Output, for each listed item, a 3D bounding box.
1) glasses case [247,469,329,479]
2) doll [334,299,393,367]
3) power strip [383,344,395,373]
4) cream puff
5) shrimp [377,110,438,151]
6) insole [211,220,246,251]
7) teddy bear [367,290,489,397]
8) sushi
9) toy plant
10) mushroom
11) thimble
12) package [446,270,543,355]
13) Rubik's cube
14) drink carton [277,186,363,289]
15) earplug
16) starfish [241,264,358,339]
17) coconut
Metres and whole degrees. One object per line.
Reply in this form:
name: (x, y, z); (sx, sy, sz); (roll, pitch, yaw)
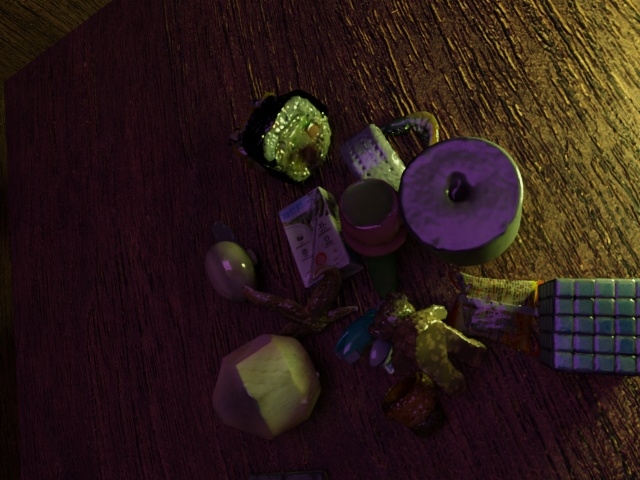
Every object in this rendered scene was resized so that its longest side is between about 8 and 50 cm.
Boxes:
glasses case: (-0.111, 0.843, 1.640); (0.299, 0.060, 0.114); (-15, 72, 23)
doll: (0.171, 0.308, 1.563); (0.258, 0.195, 0.153); (-36, 107, 6)
power strip: (0.267, 0.351, 1.580); (0.192, 0.035, 0.081); (-45, 63, 12)
cream puff: (0.296, 0.515, 1.474); (0.183, 0.183, 0.169); (-40, 90, 13)
shrimp: (0.289, -0.349, 1.722); (0.261, 0.051, 0.198); (-9, 75, 21)
insole: (-0.368, 0.008, 1.988); (0.081, 0.011, 0.248); (-48, 63, 12)
teddy bear: (0.303, 0.301, 1.437); (0.296, 0.222, 0.246); (36, 86, -10)
sushi: (-0.158, -0.397, 1.808); (0.285, 0.327, 0.329); (28, 93, 39)
toy plant: (0.169, -0.016, 1.508); (0.210, 0.356, 0.317); (-2, 65, 7)
mushroom: (-0.325, 0.108, 1.844); (0.246, 0.246, 0.202); (34, 53, 28)
thimble: (0.186, -0.263, 1.652); (0.157, 0.217, 0.246); (-36, 92, 12)
package: (0.514, 0.211, 1.450); (0.287, 0.108, 0.224); (5, 82, 25)
Rubik's cube: (0.707, 0.224, 1.261); (0.237, 0.238, 0.237); (-1, 81, 16)
drink carton: (0.000, 0.001, 1.739); (0.194, 0.132, 0.325); (-30, 65, 19)
earplug: (0.412, -0.084, 1.401); (0.312, 0.394, 0.313); (-4, 77, 20)
starfish: (-0.093, 0.245, 1.664); (0.431, 0.324, 0.082); (-22, 35, 18)
coconut: (-0.187, 0.492, 1.608); (0.352, 0.352, 0.353); (-6, 76, 25)
